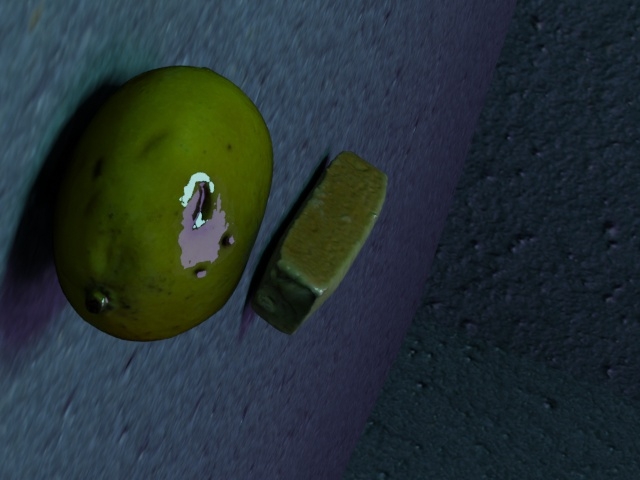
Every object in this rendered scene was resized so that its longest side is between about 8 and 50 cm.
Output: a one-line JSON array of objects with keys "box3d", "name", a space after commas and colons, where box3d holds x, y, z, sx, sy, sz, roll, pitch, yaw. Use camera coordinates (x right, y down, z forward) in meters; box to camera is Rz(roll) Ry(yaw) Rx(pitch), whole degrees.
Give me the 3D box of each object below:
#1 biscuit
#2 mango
[{"box3d": [0.000, 0.000, 1.394, 0.056, 0.052, 0.188, -54, -178, 31], "name": "biscuit"}, {"box3d": [-0.057, -0.021, 0.769, 0.161, 0.076, 0.103, -75, 177, -70], "name": "mango"}]
